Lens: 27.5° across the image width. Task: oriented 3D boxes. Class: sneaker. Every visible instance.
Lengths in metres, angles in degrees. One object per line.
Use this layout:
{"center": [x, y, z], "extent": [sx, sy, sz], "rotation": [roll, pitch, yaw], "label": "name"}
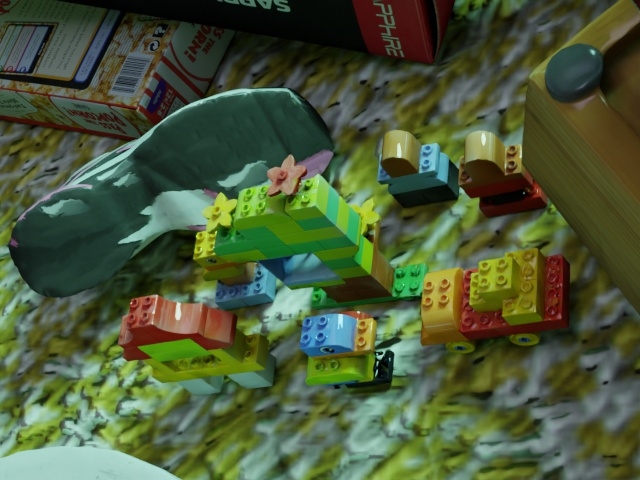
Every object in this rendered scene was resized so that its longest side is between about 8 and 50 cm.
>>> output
{"center": [-0.082, -0.037, 0.704], "extent": [0.178, 0.072, 0.077], "rotation": [-20, 19, 5], "label": "sneaker"}

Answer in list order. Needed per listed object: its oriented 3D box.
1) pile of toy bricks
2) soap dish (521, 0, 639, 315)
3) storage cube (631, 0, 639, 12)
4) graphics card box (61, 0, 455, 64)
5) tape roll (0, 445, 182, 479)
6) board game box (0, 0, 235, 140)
{"center": [0.000, 0.000, 0.600], "extent": [0.212, 0.105, 0.118], "rotation": [-11, 57, 28], "label": "pile of toy bricks"}
{"center": [0.222, -0.020, 0.456], "extent": [0.229, 0.118, 0.291], "rotation": [-38, 50, 8], "label": "soap dish"}
{"center": [0.174, -0.148, 0.346], "extent": [0.193, 0.183, 0.215], "rotation": [-15, 62, 30], "label": "storage cube"}
{"center": [-0.081, -0.243, 0.739], "extent": [0.370, 0.094, 0.233], "rotation": [12, 69, 16], "label": "graphics card box"}
{"center": [-0.108, 0.234, 0.533], "extent": [0.286, 0.100, 0.286], "rotation": [-16, 55, 24], "label": "tape roll"}
{"center": [-0.138, -0.141, 0.817], "extent": [0.193, 0.045, 0.147], "rotation": [12, 70, 37], "label": "board game box"}
